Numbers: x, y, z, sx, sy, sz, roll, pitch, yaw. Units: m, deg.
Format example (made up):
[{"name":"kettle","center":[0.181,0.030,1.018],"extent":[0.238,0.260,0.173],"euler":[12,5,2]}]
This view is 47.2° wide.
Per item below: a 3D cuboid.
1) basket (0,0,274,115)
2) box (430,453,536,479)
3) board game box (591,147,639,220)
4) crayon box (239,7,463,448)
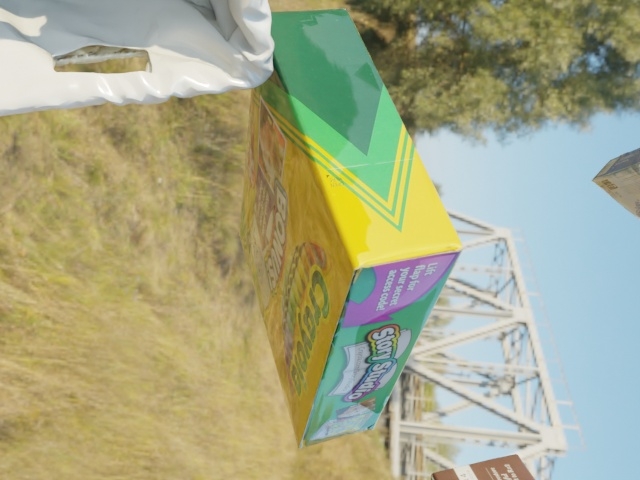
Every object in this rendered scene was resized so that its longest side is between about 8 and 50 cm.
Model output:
[{"name":"basket","center":[-0.223,-0.318,0.651],"extent":[0.266,0.328,0.331],"euler":[-101,-174,-50]},{"name":"box","center":[0.249,0.509,0.998],"extent":[0.191,0.143,0.381],"euler":[-117,-163,-64]},{"name":"board game box","center":[0.196,-0.014,0.383],"extent":[0.020,0.090,0.090],"euler":[-48,177,0]},{"name":"crayon box","center":[0.000,0.000,0.783],"extent":[0.363,0.106,0.313],"euler":[102,-25,-52]}]
